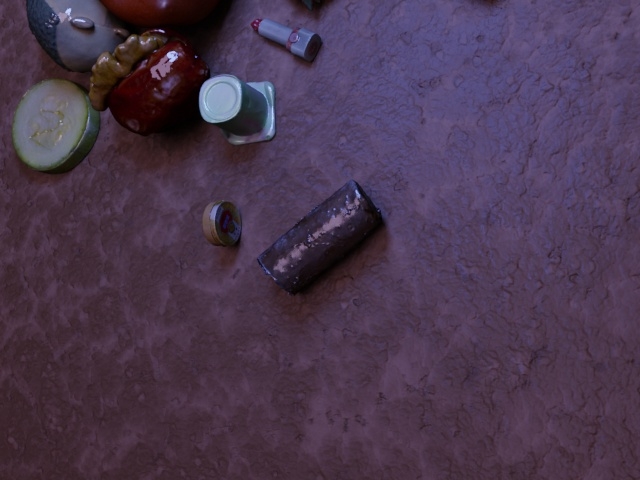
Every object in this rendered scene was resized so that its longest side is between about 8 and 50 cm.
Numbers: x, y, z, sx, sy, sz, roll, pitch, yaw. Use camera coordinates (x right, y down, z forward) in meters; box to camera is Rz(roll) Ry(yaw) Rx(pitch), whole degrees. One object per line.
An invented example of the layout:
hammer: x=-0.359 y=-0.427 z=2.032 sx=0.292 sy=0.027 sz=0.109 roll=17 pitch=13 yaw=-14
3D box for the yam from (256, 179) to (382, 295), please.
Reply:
yam: x=0.001 y=0.000 z=1.711 sx=0.280 sy=0.131 sz=0.131 roll=-39 pitch=71 yaw=13

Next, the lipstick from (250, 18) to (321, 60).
lipstick: x=-0.092 y=-0.472 z=1.846 sx=0.186 sy=0.057 sz=0.063 roll=28 pitch=95 yaw=26

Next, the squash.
squash: x=-0.686 y=-0.300 z=2.074 sx=0.252 sy=0.049 sz=0.252 roll=-3 pitch=81 yaw=22

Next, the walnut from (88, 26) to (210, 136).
walnut: x=-0.394 y=-0.374 z=1.843 sx=0.269 sy=0.244 sz=0.221 roll=-44 pitch=37 yaw=30

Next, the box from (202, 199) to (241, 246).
box: x=-0.222 y=-0.038 z=1.816 sx=0.037 sy=0.105 sz=0.105 roll=-2 pitch=82 yaw=29

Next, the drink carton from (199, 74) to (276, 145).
drink carton: x=-0.196 y=-0.303 z=1.821 sx=0.144 sy=0.142 sz=0.146 roll=-6 pitch=83 yaw=23

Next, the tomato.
tomato: x=-0.366 y=-0.659 z=1.829 sx=0.341 sy=0.273 sz=0.341 roll=7 pitch=59 yaw=-12

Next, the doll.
doll: x=-0.607 y=-0.577 z=1.985 sx=0.247 sy=0.247 sz=0.349 roll=-45 pitch=55 yaw=12

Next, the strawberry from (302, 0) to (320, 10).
strawberry: x=-0.047 y=-0.643 z=1.831 sx=0.174 sy=0.098 sz=0.228 roll=-53 pitch=55 yaw=26
